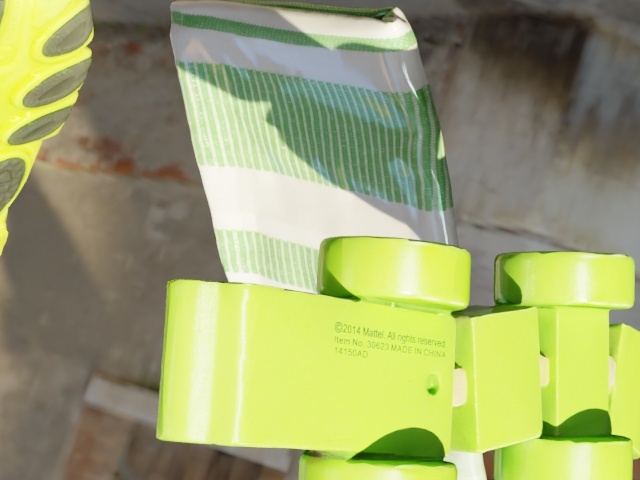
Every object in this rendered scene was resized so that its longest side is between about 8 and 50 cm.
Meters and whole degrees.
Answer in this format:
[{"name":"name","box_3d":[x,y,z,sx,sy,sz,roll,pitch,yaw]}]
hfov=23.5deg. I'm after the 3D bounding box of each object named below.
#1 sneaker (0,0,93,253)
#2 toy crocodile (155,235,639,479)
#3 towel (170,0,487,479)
[{"name":"sneaker","box_3d":[-0.188,-0.044,0.643,0.109,0.123,0.295,-6,148,-44]},{"name":"toy crocodile","box_3d":[0.053,0.060,0.685,0.105,0.115,0.340,-2,175,42]},{"name":"towel","box_3d":[0.000,0.000,1.032,0.038,0.325,0.248,-22,-157,-37]}]
